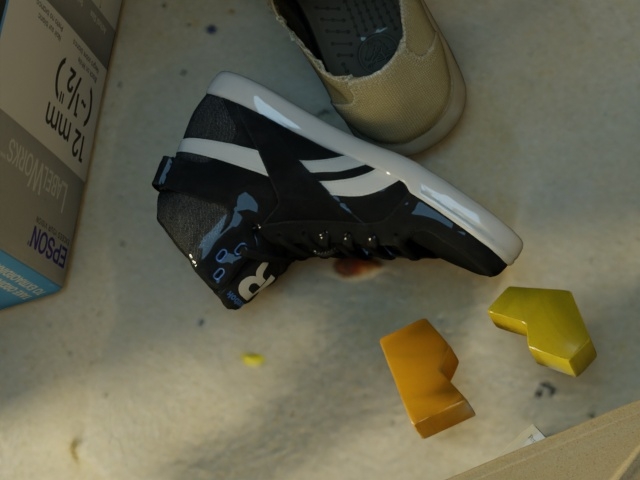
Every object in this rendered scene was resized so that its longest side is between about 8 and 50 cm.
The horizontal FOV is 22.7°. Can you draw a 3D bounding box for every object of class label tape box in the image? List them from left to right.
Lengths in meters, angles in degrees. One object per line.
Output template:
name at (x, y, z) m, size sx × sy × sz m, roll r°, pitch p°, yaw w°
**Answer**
label tape box at (-0.219, -0.064, 0.881) m, size 0.115 × 0.249 × 0.348 m, roll 4°, pitch 76°, yaw 14°

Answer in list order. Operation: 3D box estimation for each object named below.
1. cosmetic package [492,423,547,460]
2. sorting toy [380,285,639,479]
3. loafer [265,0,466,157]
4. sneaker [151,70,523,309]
cosmetic package at (0.094, 0.160, 0.859) m, size 0.115 × 0.041 × 0.060 m, roll -44°, pitch 70°, yaw -2°
sorting toy at (0.148, 0.144, 0.793) m, size 0.229 × 0.041 × 0.307 m, roll -26°, pitch 50°, yaw 7°
loafer at (0.001, -0.176, 0.946) m, size 0.102 × 0.092 × 0.268 m, roll -32°, pitch 70°, yaw 2°
sneaker at (0.000, 0.000, 0.912) m, size 0.217 × 0.079 × 0.121 m, roll 29°, pitch 86°, yaw 27°
